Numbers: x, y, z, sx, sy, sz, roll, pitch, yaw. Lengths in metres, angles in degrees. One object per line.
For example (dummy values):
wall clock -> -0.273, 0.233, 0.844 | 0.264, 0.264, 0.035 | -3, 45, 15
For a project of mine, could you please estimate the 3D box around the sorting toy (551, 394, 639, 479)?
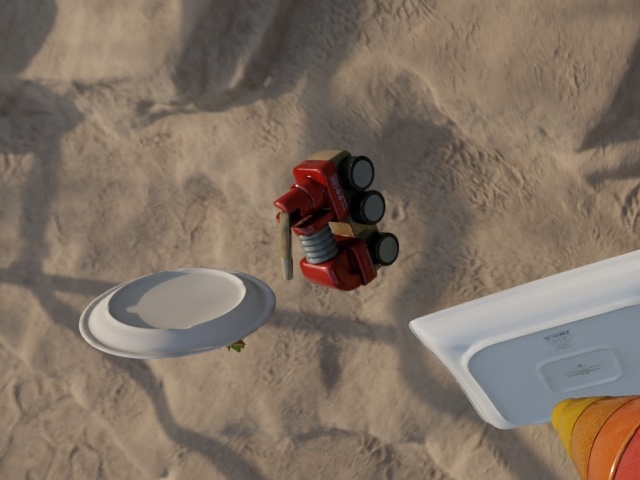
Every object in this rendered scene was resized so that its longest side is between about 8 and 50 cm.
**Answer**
sorting toy -> 0.071, 0.175, 0.372 | 0.365, 0.126, 0.127 | -27, 108, -15

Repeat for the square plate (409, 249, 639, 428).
square plate -> 0.340, 0.156, 0.956 | 0.347, 0.344, 0.049 | -20, 48, 20

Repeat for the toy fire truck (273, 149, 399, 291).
toy fire truck -> 0.000, 0.000, 1.122 | 0.158, 0.246, 0.217 | 10, 128, 48

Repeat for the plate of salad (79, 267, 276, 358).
plate of salad -> -0.145, 0.078, 0.740 | 0.199, 0.200, 0.048 | 6, 114, 21
